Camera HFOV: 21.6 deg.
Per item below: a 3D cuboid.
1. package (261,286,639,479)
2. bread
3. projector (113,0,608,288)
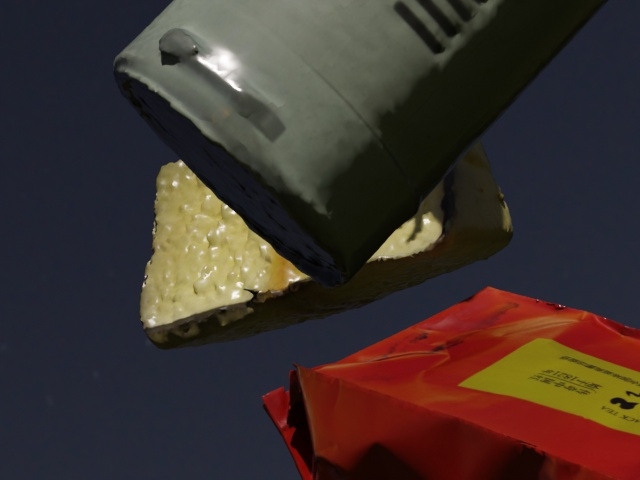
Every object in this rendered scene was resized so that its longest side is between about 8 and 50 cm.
[{"bbox_3d":[0.170,0.132,0.938,0.196,0.424,0.123,-22,-66,-39],"label":"package"},{"bbox_3d":[0.000,0.000,1.251,0.266,0.178,0.142,-19,-59,26],"label":"bread"},{"bbox_3d":[0.081,-0.138,0.564,0.337,0.108,0.108,-47,-25,-11],"label":"projector"}]
